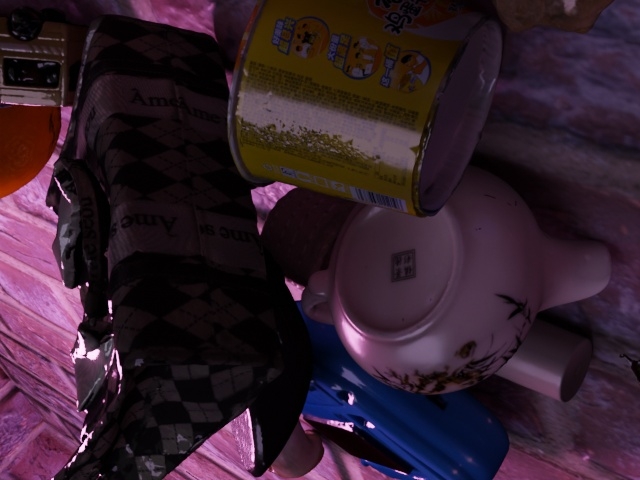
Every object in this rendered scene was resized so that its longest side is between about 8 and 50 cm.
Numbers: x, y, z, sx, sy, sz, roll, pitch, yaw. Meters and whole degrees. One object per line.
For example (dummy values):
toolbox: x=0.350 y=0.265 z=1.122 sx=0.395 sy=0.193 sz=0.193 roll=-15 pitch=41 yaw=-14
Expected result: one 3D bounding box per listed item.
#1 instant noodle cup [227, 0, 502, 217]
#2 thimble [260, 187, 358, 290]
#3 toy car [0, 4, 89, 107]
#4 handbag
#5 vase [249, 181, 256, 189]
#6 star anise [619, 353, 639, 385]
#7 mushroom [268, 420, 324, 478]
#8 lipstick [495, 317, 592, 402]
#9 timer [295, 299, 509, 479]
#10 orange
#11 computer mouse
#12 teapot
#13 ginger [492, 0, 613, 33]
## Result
instant noodle cup: x=0.040 y=-0.112 z=0.681 sx=0.153 sy=0.205 sz=0.205 roll=23 pitch=147 yaw=22
thimble: x=0.000 y=0.000 z=0.959 sx=0.090 sy=0.115 sz=0.102 roll=24 pitch=165 yaw=33
toy car: x=-0.407 y=-0.223 z=1.057 sx=0.256 sy=0.101 sz=0.124 roll=5 pitch=102 yaw=2
handbag: x=-0.190 y=0.028 z=0.878 sx=0.180 sy=0.416 sz=0.317 roll=10 pitch=136 yaw=-29
vase: x=-0.135 y=-0.105 z=1.051 sx=0.167 sy=0.059 sz=0.059 roll=19 pitch=144 yaw=38
star anise: x=0.354 y=0.155 z=0.785 sx=0.157 sy=0.053 sz=0.212 roll=8 pitch=135 yaw=48
mushroom: x=-0.088 y=0.282 z=1.460 sx=0.159 sy=0.122 sz=0.329 roll=23 pitch=148 yaw=50
lipstick: x=0.153 y=0.089 z=0.934 sx=0.254 sy=0.070 sz=0.070 roll=21 pitch=145 yaw=35
timer: x=0.055 y=0.196 z=1.104 sx=0.309 sy=0.115 sz=0.340 roll=38 pitch=162 yaw=-14
orange: x=-0.485 y=-0.174 z=1.222 sx=0.246 sy=0.246 sz=0.246 roll=31 pitch=150 yaw=21
computer mouse: x=-0.059 y=0.109 z=0.927 sx=0.147 sy=0.088 sz=0.264 roll=-160 pitch=60 yaw=-68
teapot: x=0.094 y=0.036 z=0.818 sx=0.299 sy=0.165 sz=0.208 roll=-16 pitch=77 yaw=48
ginger: x=0.167 y=-0.214 z=0.517 sx=0.149 sy=0.065 sz=0.258 roll=59 pitch=157 yaw=-2
